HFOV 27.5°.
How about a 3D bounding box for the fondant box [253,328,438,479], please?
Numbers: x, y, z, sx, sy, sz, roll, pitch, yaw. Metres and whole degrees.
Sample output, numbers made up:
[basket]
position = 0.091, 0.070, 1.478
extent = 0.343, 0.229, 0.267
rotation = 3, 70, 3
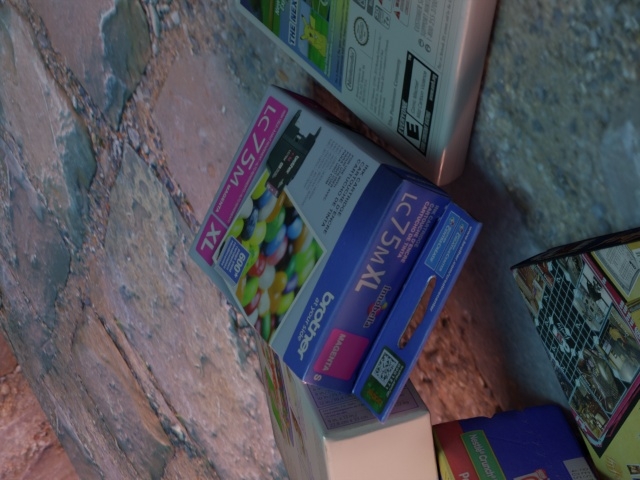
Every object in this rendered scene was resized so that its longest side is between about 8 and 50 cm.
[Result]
[fondant box]
position = 0.018, 0.174, 1.221
extent = 0.330, 0.096, 0.238
rotation = -122, 21, -59

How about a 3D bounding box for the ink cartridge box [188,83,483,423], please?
[ink cartridge box]
position = 0.000, 0.000, 1.109
extent = 0.311, 0.065, 0.186
rotation = 41, 107, 52

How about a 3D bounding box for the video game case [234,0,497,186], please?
[video game case]
position = 0.030, -0.250, 1.035
extent = 0.300, 0.036, 0.329
rotation = 45, 147, 32

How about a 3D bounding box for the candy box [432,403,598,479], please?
[candy box]
position = 0.185, 0.338, 1.050
extent = 0.268, 0.122, 0.317
rotation = -106, 8, -62

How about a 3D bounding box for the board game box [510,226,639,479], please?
[board game box]
position = 0.245, 0.112, 0.950
extent = 0.165, 0.042, 0.243
rotation = -17, 97, 62
